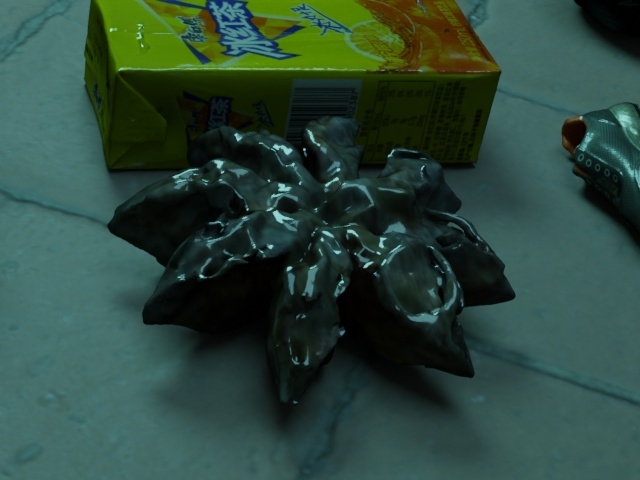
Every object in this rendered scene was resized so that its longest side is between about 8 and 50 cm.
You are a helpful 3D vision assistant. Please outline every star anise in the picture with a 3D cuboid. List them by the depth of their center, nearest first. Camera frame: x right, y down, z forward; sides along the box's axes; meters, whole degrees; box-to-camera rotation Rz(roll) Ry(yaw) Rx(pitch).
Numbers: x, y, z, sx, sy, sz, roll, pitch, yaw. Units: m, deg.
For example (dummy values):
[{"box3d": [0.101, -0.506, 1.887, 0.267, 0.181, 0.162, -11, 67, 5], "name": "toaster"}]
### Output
[{"box3d": [-0.001, -0.001, 1.173, 0.332, 0.117, 0.331, 12, 35, -9], "name": "star anise"}]

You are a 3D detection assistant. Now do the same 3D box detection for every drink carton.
[{"box3d": [-0.030, -0.149, 1.369, 0.351, 0.111, 0.154, -2, 38, -17], "name": "drink carton"}]

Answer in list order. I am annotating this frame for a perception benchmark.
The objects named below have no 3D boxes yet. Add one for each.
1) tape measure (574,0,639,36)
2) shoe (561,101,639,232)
[{"box3d": [0.371, -0.330, 1.643, 0.223, 0.135, 0.202, -30, 57, 8], "name": "tape measure"}, {"box3d": [0.273, -0.060, 1.375, 0.077, 0.074, 0.194, -4, 35, -2], "name": "shoe"}]
